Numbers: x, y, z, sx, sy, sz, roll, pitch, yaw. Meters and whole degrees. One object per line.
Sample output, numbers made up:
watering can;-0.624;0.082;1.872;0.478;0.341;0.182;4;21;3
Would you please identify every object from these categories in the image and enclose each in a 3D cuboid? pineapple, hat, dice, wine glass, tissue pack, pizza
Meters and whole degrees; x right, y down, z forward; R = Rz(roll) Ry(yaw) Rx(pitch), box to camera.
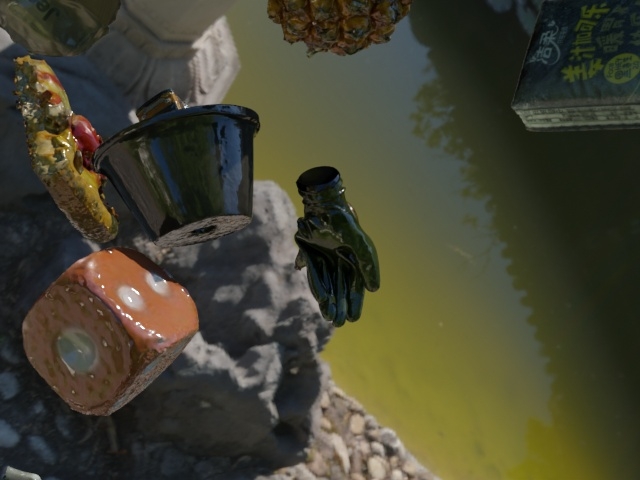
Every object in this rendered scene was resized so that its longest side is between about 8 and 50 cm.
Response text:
pineapple;0.042;-0.435;1.268;0.209;0.344;0.286;28;20;29
hat;-0.442;-0.391;1.277;0.214;0.245;0.149;40;80;-13
dice;-0.288;0.123;1.134;0.175;0.174;0.179;46;24;9
wine glass;-0.456;0.379;1.265;0.083;0.039;0.042;25;74;-10
tissue pack;0.392;-0.237;1.038;0.081;0.257;0.185;40;63;-44
pizza;-0.487;-0.199;1.550;0.130;0.440;0.406;-21;80;-10

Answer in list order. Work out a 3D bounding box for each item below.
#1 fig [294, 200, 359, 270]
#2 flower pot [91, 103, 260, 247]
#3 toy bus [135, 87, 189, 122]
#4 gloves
fig;0.016;-0.005;1.766;0.127;0.185;0.133;-16;64;-28
flower pot;-0.202;-0.087;1.259;0.269;0.269;0.166;-12;80;-44
toy bus;-0.278;-0.200;1.647;0.201;0.098;0.114;50;10;-47
gloves;0.024;0.012;1.304;0.107;0.135;0.268;-48;132;-63
